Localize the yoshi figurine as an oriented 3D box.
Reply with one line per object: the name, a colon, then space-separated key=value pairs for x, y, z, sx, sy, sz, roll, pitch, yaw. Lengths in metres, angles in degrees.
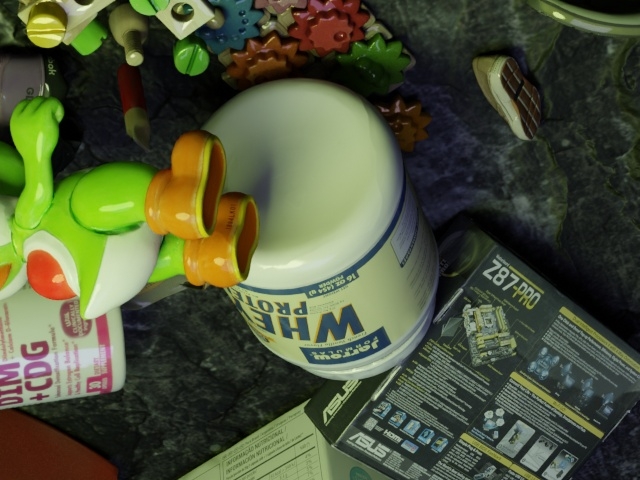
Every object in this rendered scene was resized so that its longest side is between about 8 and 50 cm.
yoshi figurine: x=-0.247 y=-0.039 z=1.504 sx=0.362 sy=0.203 sz=0.204 roll=-5 pitch=97 yaw=16

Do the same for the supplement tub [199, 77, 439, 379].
supplement tub: x=0.000 y=0.000 z=1.698 sx=0.235 sy=0.235 sz=0.325 roll=-17 pitch=150 yaw=7

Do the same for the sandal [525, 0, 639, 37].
sandal: x=0.355 y=-0.266 z=1.612 sx=0.302 sy=0.120 sz=0.086 roll=-7 pitch=111 yaw=-7

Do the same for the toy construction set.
toy construction set: x=-0.183 y=-0.213 z=1.417 sx=0.257 sy=0.237 sz=0.309 roll=-15 pitch=130 yaw=-1

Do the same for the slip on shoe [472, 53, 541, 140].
slip on shoe: x=0.205 y=-0.159 z=1.735 sx=0.041 sy=0.051 sz=0.135 roll=15 pitch=161 yaw=34

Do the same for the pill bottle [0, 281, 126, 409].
pill bottle: x=-0.374 y=0.115 z=1.802 sx=0.283 sy=0.160 sz=0.160 roll=-8 pitch=139 yaw=-14

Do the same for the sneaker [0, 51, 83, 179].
sneaker: x=-0.312 y=-0.077 z=1.672 sx=0.124 sy=0.107 sz=0.283 roll=-6 pitch=138 yaw=-13

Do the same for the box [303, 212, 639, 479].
box: x=0.214 y=0.190 z=1.994 sx=0.395 sy=0.097 sz=0.318 roll=34 pitch=99 yaw=-39

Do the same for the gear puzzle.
gear puzzle: x=0.001 y=-0.176 z=1.667 sx=0.175 sy=0.044 sz=0.339 roll=-31 pitch=135 yaw=21

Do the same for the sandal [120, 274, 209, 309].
sandal: x=-0.161 y=0.031 z=1.852 sx=0.219 sy=0.060 sz=0.090 roll=-30 pitch=135 yaw=20

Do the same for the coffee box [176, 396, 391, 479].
coffee box: x=0.002 y=0.472 z=2.172 sx=0.338 sy=0.334 sz=0.337 roll=-34 pitch=135 yaw=27

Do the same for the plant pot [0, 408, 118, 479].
plant pot: x=-0.446 y=0.362 z=2.035 sx=0.267 sy=0.267 sz=0.236 roll=-26 pitch=123 yaw=17
